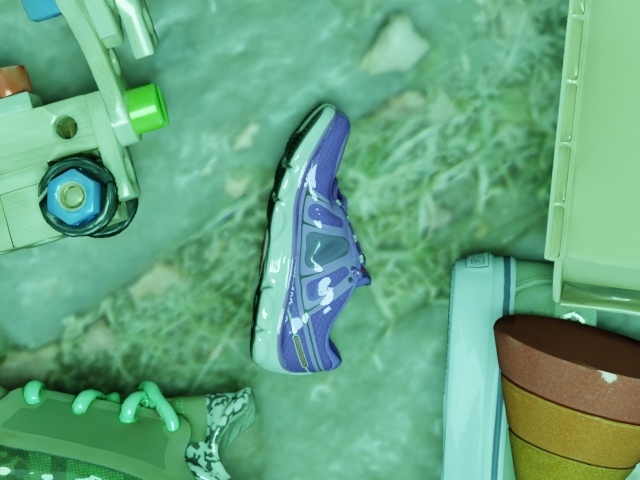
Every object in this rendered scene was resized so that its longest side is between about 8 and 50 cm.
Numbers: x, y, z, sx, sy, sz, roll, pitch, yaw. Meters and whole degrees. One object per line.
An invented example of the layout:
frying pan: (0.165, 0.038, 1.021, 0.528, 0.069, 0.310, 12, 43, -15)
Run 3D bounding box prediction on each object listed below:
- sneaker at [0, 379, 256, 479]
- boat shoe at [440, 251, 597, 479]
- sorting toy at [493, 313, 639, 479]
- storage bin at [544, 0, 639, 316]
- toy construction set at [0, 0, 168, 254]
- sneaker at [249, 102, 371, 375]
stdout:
sneaker: (-0.124, 0.143, 1.085, 0.410, 0.158, 0.182, 41, 79, 4)
boat shoe: (0.119, 0.158, 1.042, 0.094, 0.109, 0.302, 1, 88, 8)
sorting toy: (0.257, 0.145, 0.992, 0.366, 0.127, 0.126, 14, 99, -8)
storage bin: (0.264, -0.085, 0.963, 0.262, 0.123, 0.260, 7, 118, 9)
toy construction set: (-0.222, -0.090, 1.085, 0.328, 0.151, 0.215, -16, 88, 21)
sneaker: (0.000, 0.000, 1.090, 0.071, 0.068, 0.170, 8, 101, -5)
